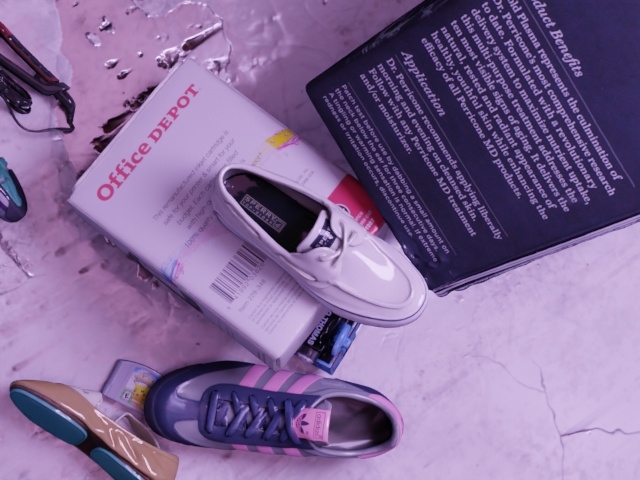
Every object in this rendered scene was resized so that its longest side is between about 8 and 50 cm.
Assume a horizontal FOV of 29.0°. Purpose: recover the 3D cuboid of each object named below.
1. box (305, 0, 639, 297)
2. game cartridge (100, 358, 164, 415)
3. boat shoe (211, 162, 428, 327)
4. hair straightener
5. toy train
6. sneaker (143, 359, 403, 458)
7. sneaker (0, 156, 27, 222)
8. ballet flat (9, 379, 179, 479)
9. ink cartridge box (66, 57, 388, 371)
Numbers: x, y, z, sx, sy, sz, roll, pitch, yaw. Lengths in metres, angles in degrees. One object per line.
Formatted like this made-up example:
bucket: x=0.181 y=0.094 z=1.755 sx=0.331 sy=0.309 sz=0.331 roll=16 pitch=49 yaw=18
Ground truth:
box: x=0.328 y=-0.227 z=1.356 sx=0.480 sy=0.471 sz=0.297 roll=-41 pitch=103 yaw=-43
game cartridge: x=-0.220 y=0.182 z=1.517 sx=0.083 sy=0.017 sz=0.056 roll=29 pitch=78 yaw=-14
boat shoe: x=0.000 y=0.000 z=1.330 sx=0.267 sy=0.088 sz=0.096 roll=37 pitch=78 yaw=6
hair straightener: x=-0.383 y=-0.203 z=1.461 sx=0.230 sy=0.047 sz=0.089 roll=45 pitch=79 yaw=-16
toy train: x=0.026 y=0.076 z=1.541 sx=0.080 sy=0.105 sz=0.184 roll=28 pitch=76 yaw=10
sneaker: x=-0.049 y=0.208 z=1.504 sx=0.319 sy=0.131 sz=0.112 roll=4 pitch=89 yaw=-18
sneaker: x=-0.439 y=-0.094 z=1.434 sx=0.098 sy=0.083 sz=0.224 roll=-39 pitch=96 yaw=8
ballet flat: x=-0.267 y=0.225 z=1.484 sx=0.232 sy=0.080 sz=0.073 roll=42 pitch=51 yaw=-15
ink cartridge box: x=-0.100 y=-0.029 z=1.446 sx=0.306 sy=0.131 sz=0.226 roll=38 pitch=79 yaw=9
